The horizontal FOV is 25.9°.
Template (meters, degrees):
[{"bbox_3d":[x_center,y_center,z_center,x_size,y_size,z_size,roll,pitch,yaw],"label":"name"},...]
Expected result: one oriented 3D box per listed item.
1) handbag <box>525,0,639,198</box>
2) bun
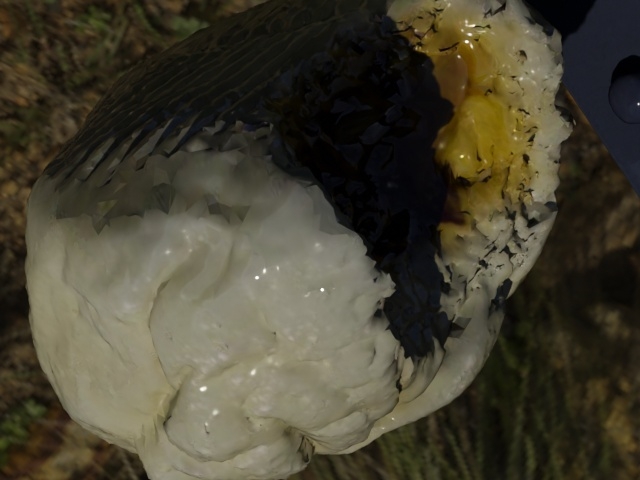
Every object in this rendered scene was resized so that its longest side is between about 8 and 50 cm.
[{"bbox_3d":[0.280,-0.128,0.834,0.325,0.269,0.118,55,39,1],"label":"handbag"},{"bbox_3d":[-0.013,0.002,0.686,0.281,0.281,0.204,-35,113,-26],"label":"bun"}]
